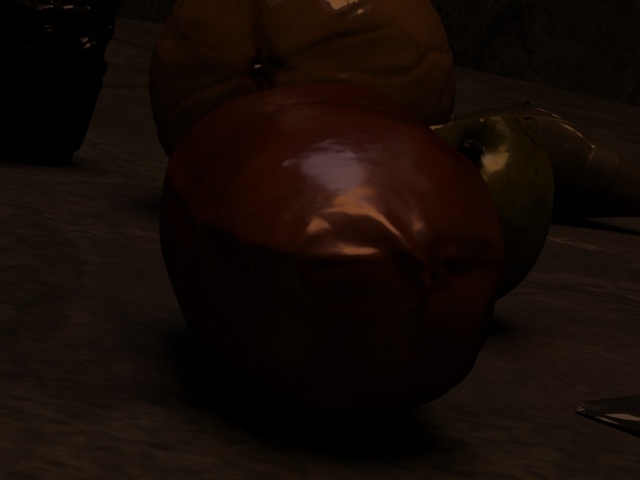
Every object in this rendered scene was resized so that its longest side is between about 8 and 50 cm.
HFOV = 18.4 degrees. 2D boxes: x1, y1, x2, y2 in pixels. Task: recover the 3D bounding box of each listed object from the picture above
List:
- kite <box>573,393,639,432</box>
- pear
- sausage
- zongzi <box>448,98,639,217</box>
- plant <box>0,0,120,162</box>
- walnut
[{"bbox_3d":[0.227,0.080,0.920,0.141,0.015,0.245,17,14,33],"label":"kite"},{"bbox_3d":[0.055,-0.010,1.039,0.141,0.104,0.141,-11,-3,-1],"label":"pear"},{"bbox_3d":[-0.003,0.000,0.825,0.133,0.133,0.258,8,12,-10],"label":"sausage"},{"bbox_3d":[0.176,-0.045,1.536,0.178,0.081,0.189,26,21,27],"label":"zongzi"},{"bbox_3d":[-0.216,-0.160,1.388,0.131,0.203,0.142,-3,19,-29],"label":"plant"},{"bbox_3d":[-0.010,-0.103,1.285,0.195,0.195,0.221,12,13,13],"label":"walnut"}]
